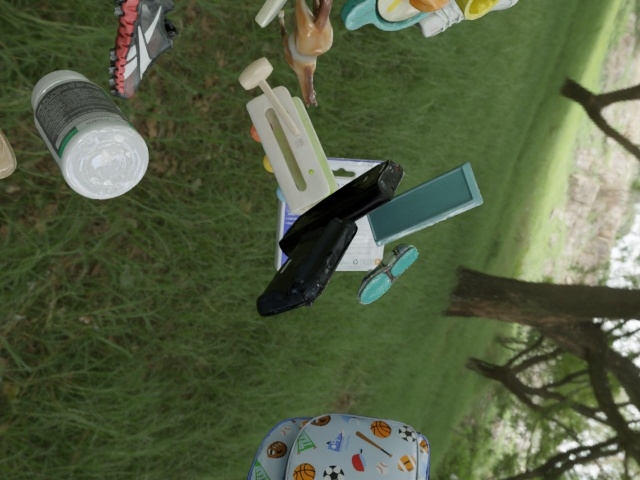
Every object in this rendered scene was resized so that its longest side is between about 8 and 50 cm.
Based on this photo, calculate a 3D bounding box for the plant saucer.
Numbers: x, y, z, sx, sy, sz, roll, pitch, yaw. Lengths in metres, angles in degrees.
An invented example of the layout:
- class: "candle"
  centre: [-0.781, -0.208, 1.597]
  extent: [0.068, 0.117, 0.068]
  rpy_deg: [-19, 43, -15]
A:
- class: "plant saucer"
  centre: [0.150, -0.052, 0.886]
  extent: [0.018, 0.192, 0.067]
  rpy_deg: [0, 70, -51]

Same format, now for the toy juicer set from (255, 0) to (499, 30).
- class: "toy juicer set"
  centre: [0.113, -0.293, 0.561]
  extent: [0.328, 0.090, 0.209]
  rpy_deg: [-22, 160, -32]

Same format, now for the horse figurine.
- class: "horse figurine"
  centre: [-0.021, -0.338, 0.914]
  extent: [0.263, 0.066, 0.175]
  rpy_deg: [146, -65, -73]

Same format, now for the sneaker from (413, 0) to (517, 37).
- class: "sneaker"
  centre: [0.214, -0.387, 0.966]
  extent: [0.090, 0.232, 0.115]
  rpy_deg: [43, 62, -52]

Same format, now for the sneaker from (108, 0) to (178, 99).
- class: "sneaker"
  centre: [-0.373, -0.411, 1.217]
  extent: [0.098, 0.135, 0.276]
  rpy_deg: [-109, -147, -40]

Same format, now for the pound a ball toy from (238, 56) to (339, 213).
- class: "pound a ball toy"
  centre: [-0.091, -0.222, 1.308]
  extent: [0.319, 0.135, 0.208]
  rpy_deg: [66, 13, 4]

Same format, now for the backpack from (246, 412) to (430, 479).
- class: "backpack"
  centre: [0.023, 0.374, 0.816]
  extent: [0.277, 0.263, 0.213]
  rpy_deg: [-77, 166, -50]

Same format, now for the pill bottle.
- class: "pill bottle"
  centre: [-0.593, -0.279, 1.455]
  extent: [0.204, 0.361, 0.204]
  rpy_deg: [-25, 140, -23]

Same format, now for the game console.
- class: "game console"
  centre: [0.000, 0.000, 0.863]
  extent: [0.213, 0.044, 0.361]
  rpy_deg: [-30, -165, 33]

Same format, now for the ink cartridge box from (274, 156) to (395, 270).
- class: "ink cartridge box"
  centre: [0.035, -0.069, 1.545]
  extent: [0.072, 0.303, 0.308]
  rpy_deg: [-144, -123, -68]

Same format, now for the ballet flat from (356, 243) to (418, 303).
- class: "ballet flat"
  centre: [0.149, 0.076, 1.367]
  extent: [0.188, 0.070, 0.070]
  rpy_deg: [-39, 155, -12]

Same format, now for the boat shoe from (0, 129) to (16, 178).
- class: "boat shoe"
  centre: [-0.846, -0.278, 1.376]
  extent: [0.122, 0.110, 0.341]
  rpy_deg: [-46, 137, -23]
